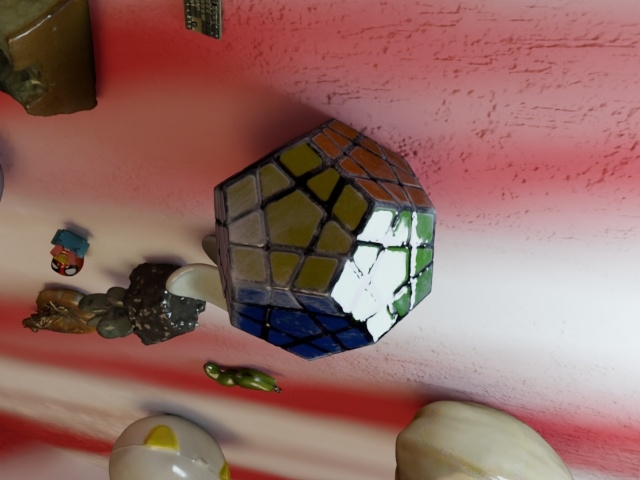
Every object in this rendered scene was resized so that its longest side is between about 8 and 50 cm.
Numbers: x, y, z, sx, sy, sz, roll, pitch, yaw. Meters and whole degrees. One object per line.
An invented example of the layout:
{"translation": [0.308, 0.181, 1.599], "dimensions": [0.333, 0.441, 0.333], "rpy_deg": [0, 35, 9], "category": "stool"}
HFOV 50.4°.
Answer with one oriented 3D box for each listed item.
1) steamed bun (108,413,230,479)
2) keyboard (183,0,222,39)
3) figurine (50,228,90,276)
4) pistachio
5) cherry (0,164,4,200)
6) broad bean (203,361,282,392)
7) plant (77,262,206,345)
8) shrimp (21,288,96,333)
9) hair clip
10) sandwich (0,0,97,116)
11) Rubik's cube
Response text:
{"translation": [-0.457, 0.700, 2.073], "dimensions": [0.334, 0.334, 0.374], "rpy_deg": [-21, 130, 43], "category": "steamed bun"}
{"translation": [-0.137, -0.289, 0.782], "dimensions": [0.049, 0.015, 0.129], "rpy_deg": [16, 146, 3], "category": "keyboard"}
{"translation": [-0.500, 0.026, 1.347], "dimensions": [0.068, 0.075, 0.140], "rpy_deg": [25, 156, -13], "category": "figurine"}
{"translation": [0.346, 0.501, 1.448], "dimensions": [0.445, 0.281, 0.365], "rpy_deg": [33, 167, -21], "category": "pistachio"}
{"translation": [-0.656, -0.079, 1.125], "dimensions": [0.239, 0.239, 0.206], "rpy_deg": [-7, 136, 32], "category": "cherry"}
{"translation": [-0.190, 0.337, 1.666], "dimensions": [0.213, 0.048, 0.070], "rpy_deg": [8, 146, 20], "category": "broad bean"}
{"translation": [-0.366, 0.129, 1.372], "dimensions": [0.274, 0.149, 0.146], "rpy_deg": [-14, 119, 35], "category": "plant"}
{"translation": [-0.635, 0.170, 1.619], "dimensions": [0.287, 0.063, 0.152], "rpy_deg": [-8, 136, 28], "category": "shrimp"}
{"translation": [-0.120, 0.069, 1.196], "dimensions": [0.282, 0.113, 0.172], "rpy_deg": [13, 146, 7], "category": "hair clip"}
{"translation": [-0.362, -0.232, 0.868], "dimensions": [0.122, 0.128, 0.236], "rpy_deg": [36, 150, 11], "category": "sandwich"}
{"translation": [0.000, 0.000, 0.906], "dimensions": [0.319, 0.264, 0.319], "rpy_deg": [12, 145, 8], "category": "Rubik's cube"}
